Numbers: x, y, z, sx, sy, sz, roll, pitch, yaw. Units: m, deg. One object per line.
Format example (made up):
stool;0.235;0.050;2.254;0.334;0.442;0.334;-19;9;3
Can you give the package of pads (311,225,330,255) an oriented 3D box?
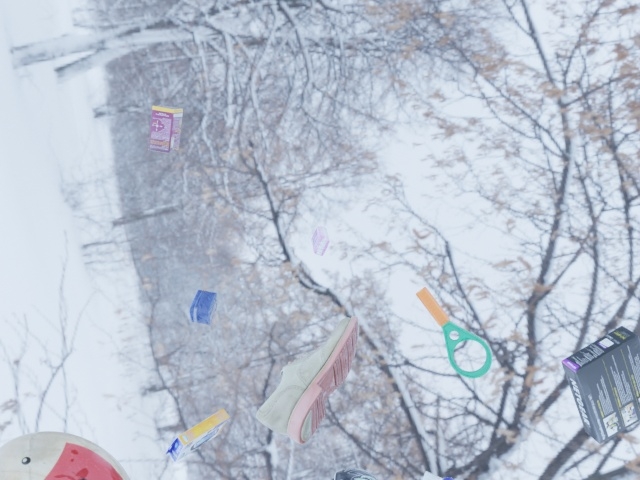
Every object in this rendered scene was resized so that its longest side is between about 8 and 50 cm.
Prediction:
package of pads;0.000;0.000;1.602;0.050;0.032;0.083;-63;-164;20

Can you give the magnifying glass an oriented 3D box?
magnifying glass;0.293;0.204;1.369;0.231;0.092;0.026;53;12;4

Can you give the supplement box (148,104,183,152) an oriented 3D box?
supplement box;-0.291;-0.210;1.156;0.055;0.043;0.083;-67;167;-77

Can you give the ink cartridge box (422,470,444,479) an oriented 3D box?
ink cartridge box;0.306;0.667;1.608;0.052;0.088;0.122;12;-20;45

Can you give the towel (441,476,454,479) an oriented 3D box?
towel;0.272;0.561;1.002;0.308;0.076;0.227;-139;-134;-81

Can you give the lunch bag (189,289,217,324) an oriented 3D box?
lunch bag;-0.333;0.185;1.737;0.098;0.065;0.067;-77;176;-50

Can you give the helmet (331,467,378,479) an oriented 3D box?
helmet;0.088;0.661;1.551;0.161;0.169;0.169;-55;-143;22

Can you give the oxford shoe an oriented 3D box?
oxford shoe;-0.019;0.318;1.548;0.397;0.146;0.140;-49;145;-47

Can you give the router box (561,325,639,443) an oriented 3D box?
router box;0.524;0.261;1.106;0.179;0.133;0.046;64;-6;-22

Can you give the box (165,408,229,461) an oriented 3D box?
box;-0.260;0.413;1.291;0.028;0.136;0.081;46;-46;18

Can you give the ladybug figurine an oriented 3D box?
ladybug figurine;-0.679;0.699;1.636;0.449;0.305;0.162;48;-8;-28
